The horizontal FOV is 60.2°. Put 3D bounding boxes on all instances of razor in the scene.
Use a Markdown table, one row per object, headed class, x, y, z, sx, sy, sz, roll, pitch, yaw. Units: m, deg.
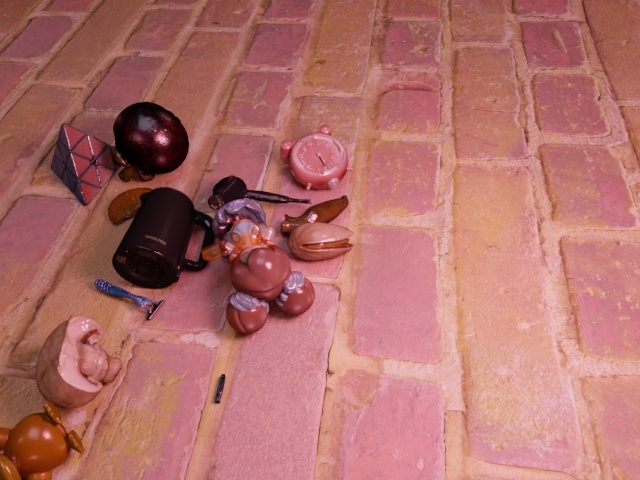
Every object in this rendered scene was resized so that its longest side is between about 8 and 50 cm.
| class | x | y | z | sx | sy | sz | roll | pitch | yaw |
| --- | --- | --- | --- | --- | --- | --- | --- | --- | --- |
| razor | -0.626 | 0.176 | 1.776 | 0.253 | 0.042 | 0.082 | 19 | 54 | 21 |

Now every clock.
| class | x | y | z | sx | sy | sz | roll | pitch | yaw |
| --- | --- | --- | --- | --- | --- | --- | --- | --- | --- |
| clock | -0.007 | -0.285 | 2.075 | 0.227 | 0.142 | 0.241 | -26 | 61 | -16 |

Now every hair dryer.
| class | x | y | z | sx | sy | sz | roll | pitch | yaw |
| --- | --- | --- | --- | --- | --- | --- | --- | --- | --- |
| hair dryer | -0.207 | -0.151 | 1.926 | 0.360 | 0.120 | 0.303 | 6 | 13 | 1 |

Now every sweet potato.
| class | x | y | z | sx | sy | sz | roll | pitch | yaw |
| --- | --- | --- | --- | --- | --- | --- | --- | --- | --- |
| sweet potato | -0.015 | -0.094 | 1.931 | 0.286 | 0.085 | 0.112 | -30 | 43 | -20 |

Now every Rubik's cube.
| class | x | y | z | sx | sy | sz | roll | pitch | yaw |
| --- | --- | --- | --- | --- | --- | --- | --- | --- | --- |
| Rubik's cube | -0.927 | -0.304 | 2.153 | 0.229 | 0.228 | 0.233 | 34 | 95 | -13 |

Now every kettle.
| class | x | y | z | sx | sy | sz | roll | pitch | yaw |
| --- | --- | --- | --- | --- | --- | --- | --- | --- | --- |
| kettle | -0.509 | -0.017 | 1.835 | 0.262 | 0.203 | 0.308 | 0 | 46 | 8 |

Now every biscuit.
| class | x | y | z | sx | sy | sz | roll | pitch | yaw |
| --- | --- | --- | --- | --- | --- | --- | --- | --- | --- |
| biscuit | -0.713 | -0.141 | 2.071 | 0.126 | 0.025 | 0.206 | 35 | 59 | 29 |

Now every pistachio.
| class | x | y | z | sx | sy | sz | roll | pitch | yaw |
| --- | --- | --- | --- | --- | --- | --- | --- | --- | --- |
| pistachio | 0.000 | 0.000 | 1.824 | 0.223 | 0.126 | 0.152 | -2 | 13 | 2 |

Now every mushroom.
| class | x | y | z | sx | sy | sz | roll | pitch | yaw |
| --- | --- | --- | --- | --- | --- | --- | --- | --- | --- |
| mushroom | -0.692 | 0.357 | 1.552 | 0.189 | 0.195 | 0.253 | -30 | 51 | 23 |

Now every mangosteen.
| class | x | y | z | sx | sy | sz | roll | pitch | yaw |
| --- | --- | --- | --- | --- | --- | --- | --- | --- | --- |
| mangosteen | -0.660 | -0.381 | 2.109 | 0.293 | 0.297 | 0.297 | -29 | 53 | -22 |

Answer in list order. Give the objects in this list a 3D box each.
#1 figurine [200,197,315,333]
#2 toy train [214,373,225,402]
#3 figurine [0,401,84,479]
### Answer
| class | x | y | z | sx | sy | sz | roll | pitch | yaw |
| --- | --- | --- | --- | --- | --- | --- | --- | --- | --- |
| figurine | -0.209 | 0.075 | 1.724 | 0.277 | 0.248 | 0.388 | -22 | 41 | -11 |
| toy train | -0.281 | 0.415 | 1.551 | 0.017 | 0.017 | 0.083 | 4 | 50 | 5 |
| figurine | -0.747 | 0.538 | 1.398 | 0.215 | 0.215 | 0.228 | 25 | 41 | 24 |
